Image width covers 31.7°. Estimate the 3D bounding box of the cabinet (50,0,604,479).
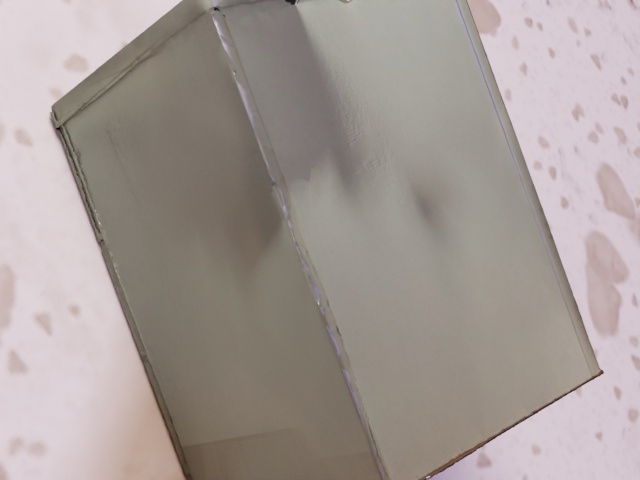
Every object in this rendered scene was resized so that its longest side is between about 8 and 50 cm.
[{"bbox_3d":[0.000,0.000,0.519,0.145,0.150,0.206,-20,89,-40],"label":"cabinet"}]
